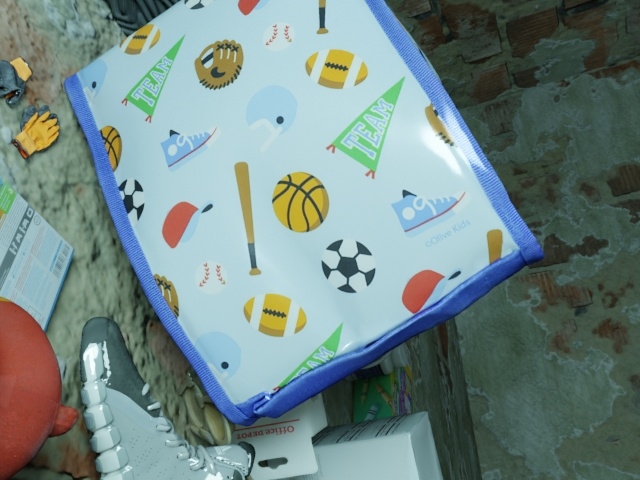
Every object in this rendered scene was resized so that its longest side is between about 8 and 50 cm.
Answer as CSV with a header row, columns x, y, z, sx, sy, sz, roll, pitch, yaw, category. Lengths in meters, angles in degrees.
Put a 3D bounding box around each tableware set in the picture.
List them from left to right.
x,y,z,sx,sy,sz,roll,pitch,yaw,category
-0.104,0.214,0.670,0.020,0.141,0.169,-17,88,-31,tableware set

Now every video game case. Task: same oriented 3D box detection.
x,y,z,sx,sy,sz,roll,pitch,yaw,category
-0.261,0.001,0.513,0.166,0.015,0.119,59,24,-43,video game case

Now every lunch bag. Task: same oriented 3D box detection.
x,y,z,sx,sy,sz,roll,pitch,yaw,category
-0.019,-0.059,0.660,0.385,0.327,0.239,63,13,25,lunch bag

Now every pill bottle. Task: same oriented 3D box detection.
x,y,z,sx,sy,sz,roll,pitch,yaw,category
0.101,0.229,1.284,0.067,0.120,0.067,-14,90,-72,pill bottle

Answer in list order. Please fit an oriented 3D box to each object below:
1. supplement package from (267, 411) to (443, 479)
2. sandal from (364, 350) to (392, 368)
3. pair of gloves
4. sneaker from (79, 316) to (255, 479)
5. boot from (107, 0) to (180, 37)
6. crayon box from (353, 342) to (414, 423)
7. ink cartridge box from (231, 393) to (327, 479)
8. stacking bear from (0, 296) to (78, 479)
x,y,z,sx,sy,sz,roll,pitch,yaw,category
0.060,0.357,0.917,0.149,0.203,0.194,7,70,-71,supplement package
-0.014,0.007,1.050,0.416,0.169,0.102,68,11,18,sandal
-0.266,-0.121,0.600,0.074,0.010,0.083,-76,146,-57,pair of gloves
-0.127,0.169,0.577,0.086,0.132,0.229,-179,-101,-75,sneaker
-0.165,-0.505,0.790,0.367,0.146,0.445,84,19,-59,boot
0.133,0.306,1.389,0.278,0.081,0.165,-86,155,-45,crayon box
-0.064,0.183,0.815,0.067,0.115,0.198,5,73,-72,ink cartridge box
-0.238,0.055,0.324,0.289,0.175,0.164,59,20,-61,stacking bear
